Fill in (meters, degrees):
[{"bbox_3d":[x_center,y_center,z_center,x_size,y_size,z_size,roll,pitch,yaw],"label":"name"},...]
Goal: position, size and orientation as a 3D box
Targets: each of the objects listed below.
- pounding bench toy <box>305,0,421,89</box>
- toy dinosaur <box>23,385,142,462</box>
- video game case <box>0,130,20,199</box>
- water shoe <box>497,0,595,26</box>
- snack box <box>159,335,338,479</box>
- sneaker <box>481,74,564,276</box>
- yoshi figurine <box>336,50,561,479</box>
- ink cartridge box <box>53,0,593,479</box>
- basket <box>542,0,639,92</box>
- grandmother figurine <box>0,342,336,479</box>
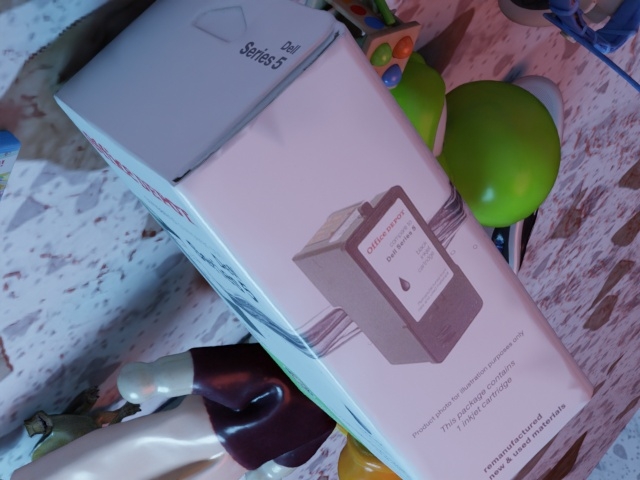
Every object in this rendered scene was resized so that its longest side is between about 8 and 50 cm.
[{"bbox_3d":[0.030,-0.141,0.899,0.052,0.065,0.083,-24,147,-43],"label":"pounding bench toy"},{"bbox_3d":[-0.175,0.155,1.057,0.093,0.053,0.183,-27,146,-8],"label":"toy dinosaur"},{"bbox_3d":[-0.236,0.017,0.753,0.119,0.015,0.166,-16,142,-50],"label":"video game case"},{"bbox_3d":[0.219,-0.211,1.109,0.203,0.073,0.080,-35,156,-25],"label":"water shoe"},{"bbox_3d":[-0.010,0.121,1.253,0.322,0.060,0.187,-39,155,-19],"label":"snack box"},{"bbox_3d":[0.173,-0.061,1.287,0.121,0.079,0.217,-57,163,-67],"label":"sneaker"},{"bbox_3d":[0.098,0.023,1.073,0.203,0.203,0.362,-34,136,-44],"label":"yoshi figurine"},{"bbox_3d":[0.000,0.000,0.761,0.115,0.198,0.273,-43,121,-9],"label":"ink cartridge box"},{"bbox_3d":[0.233,-0.220,0.841,0.255,0.289,0.201,-52,157,13],"label":"basket"},{"bbox_3d":[-0.063,0.135,0.975,0.342,0.104,0.208,-30,154,7],"label":"grandmother figurine"}]
